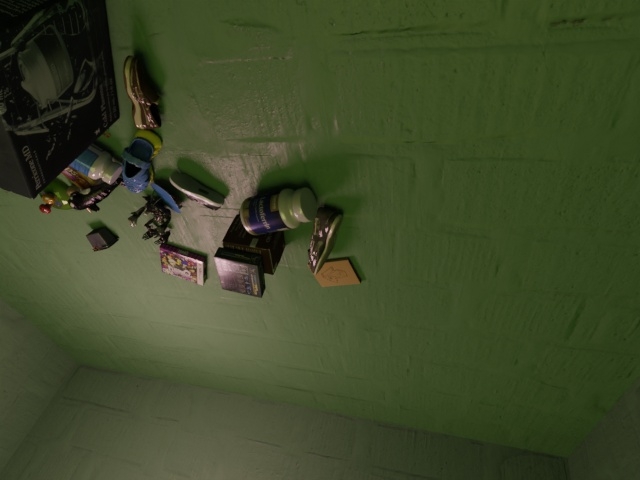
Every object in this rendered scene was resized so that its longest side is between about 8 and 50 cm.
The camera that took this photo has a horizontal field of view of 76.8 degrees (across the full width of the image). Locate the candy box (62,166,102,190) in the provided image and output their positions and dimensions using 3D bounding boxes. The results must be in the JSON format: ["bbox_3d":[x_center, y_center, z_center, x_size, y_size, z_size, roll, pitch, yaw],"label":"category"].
[{"bbox_3d":[-1.033,-0.297,1.710,0.109,0.053,0.186,-17,129,33],"label":"candy box"}]

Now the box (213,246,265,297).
[{"bbox_3d":[-0.326,0.135,1.660,0.184,0.059,0.232,12,140,8],"label":"box"}]

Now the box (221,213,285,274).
[{"bbox_3d":[-0.272,0.015,1.683,0.203,0.168,0.167,9,138,10],"label":"box"}]

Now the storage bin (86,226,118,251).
[{"bbox_3d":[-1.107,-0.006,2.025,0.135,0.098,0.091,-10,121,29],"label":"storage bin"}]

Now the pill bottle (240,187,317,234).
[{"bbox_3d":[-0.156,-0.112,1.518,0.265,0.153,0.153,-10,131,27],"label":"pill bottle"}]

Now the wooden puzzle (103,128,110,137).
[{"bbox_3d":[-0.834,-0.426,1.533,0.083,0.006,0.049,41,134,-23],"label":"wooden puzzle"}]

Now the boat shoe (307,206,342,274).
[{"bbox_3d":[0.000,0.000,1.628,0.096,0.112,0.335,31,134,12],"label":"boat shoe"}]

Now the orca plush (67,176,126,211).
[{"bbox_3d":[-0.951,-0.176,1.735,0.287,0.151,0.102,-19,92,2],"label":"orca plush"}]

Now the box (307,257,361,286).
[{"bbox_3d":[0.064,0.147,1.815,0.201,0.021,0.164,-9,132,27],"label":"box"}]

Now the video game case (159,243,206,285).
[{"bbox_3d":[-0.694,0.123,2.046,0.232,0.041,0.210,19,137,0],"label":"video game case"}]

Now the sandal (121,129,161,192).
[{"bbox_3d":[-0.712,-0.282,1.549,0.126,0.138,0.317,26,140,-12],"label":"sandal"}]

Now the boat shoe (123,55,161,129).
[{"bbox_3d":[-0.573,-0.481,1.331,0.095,0.095,0.257,7,145,-8],"label":"boat shoe"}]

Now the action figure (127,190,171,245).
[{"bbox_3d":[-0.734,-0.083,1.768,0.164,0.141,0.275,28,141,7],"label":"action figure"}]

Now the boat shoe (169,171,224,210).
[{"bbox_3d":[-0.500,-0.190,1.622,0.229,0.080,0.076,25,137,-19],"label":"boat shoe"}]

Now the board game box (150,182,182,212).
[{"bbox_3d":[-0.638,-0.187,1.693,0.133,0.033,0.168,27,153,25],"label":"board game box"}]

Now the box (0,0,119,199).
[{"bbox_3d":[-0.852,-0.470,1.144,0.298,0.471,0.480,21,139,-2],"label":"box"}]

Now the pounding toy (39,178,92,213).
[{"bbox_3d":[-1.211,-0.183,1.852,0.237,0.110,0.183,12,138,8],"label":"pounding toy"}]

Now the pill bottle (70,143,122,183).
[{"bbox_3d":[-0.907,-0.318,1.587,0.222,0.124,0.124,33,137,-14],"label":"pill bottle"}]
